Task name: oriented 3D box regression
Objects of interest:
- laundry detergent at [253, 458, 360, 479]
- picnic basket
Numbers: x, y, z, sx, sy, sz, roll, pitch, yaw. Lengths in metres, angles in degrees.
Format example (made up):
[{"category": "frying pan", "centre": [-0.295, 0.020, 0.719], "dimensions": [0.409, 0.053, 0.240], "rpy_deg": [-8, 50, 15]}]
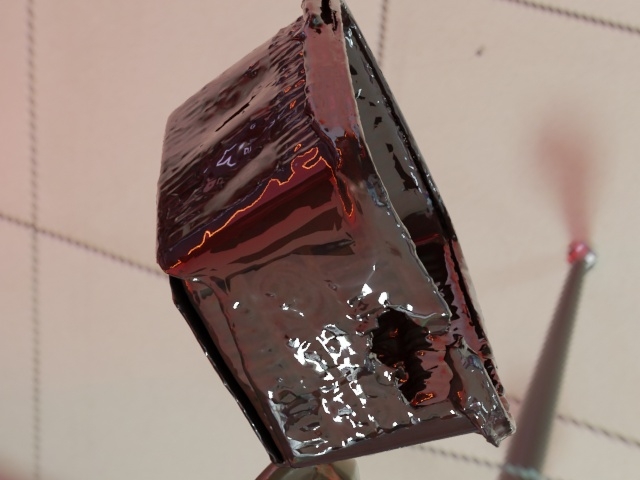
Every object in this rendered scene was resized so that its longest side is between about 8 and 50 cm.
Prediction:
[{"category": "laundry detergent", "centre": [-0.029, 0.256, 1.460], "dimensions": [0.091, 0.181, 0.253], "rpy_deg": [28, 165, 7]}, {"category": "picnic basket", "centre": [0.000, 0.000, 0.988], "dimensions": [0.129, 0.297, 0.222], "rpy_deg": [-26, 115, 9]}]
